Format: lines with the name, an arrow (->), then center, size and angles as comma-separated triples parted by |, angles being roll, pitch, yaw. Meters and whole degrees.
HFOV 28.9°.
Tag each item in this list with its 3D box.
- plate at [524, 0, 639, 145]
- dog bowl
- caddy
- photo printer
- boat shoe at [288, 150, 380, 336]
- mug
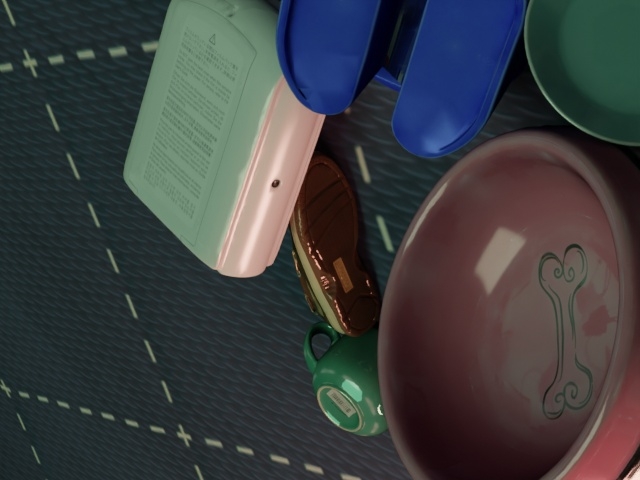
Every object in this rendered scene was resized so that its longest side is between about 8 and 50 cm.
plate -> 0.264, -0.167, 1.043 | 0.188, 0.188, 0.024 | 51, 173, 10
dog bowl -> 0.204, 0.080, 1.098 | 0.408, 0.150, 0.408 | -30, 54, 53
caddy -> 0.098, -0.248, 1.173 | 0.241, 0.179, 0.341 | 25, 139, 8
photo printer -> -0.111, -0.149, 1.487 | 0.256, 0.107, 0.307 | 41, 122, 39
boat shoe -> -0.006, 0.004, 1.566 | 0.095, 0.095, 0.257 | 20, 131, 50
mug -> 0.043, 0.187, 1.625 | 0.158, 0.097, 0.129 | 13, 132, 40
